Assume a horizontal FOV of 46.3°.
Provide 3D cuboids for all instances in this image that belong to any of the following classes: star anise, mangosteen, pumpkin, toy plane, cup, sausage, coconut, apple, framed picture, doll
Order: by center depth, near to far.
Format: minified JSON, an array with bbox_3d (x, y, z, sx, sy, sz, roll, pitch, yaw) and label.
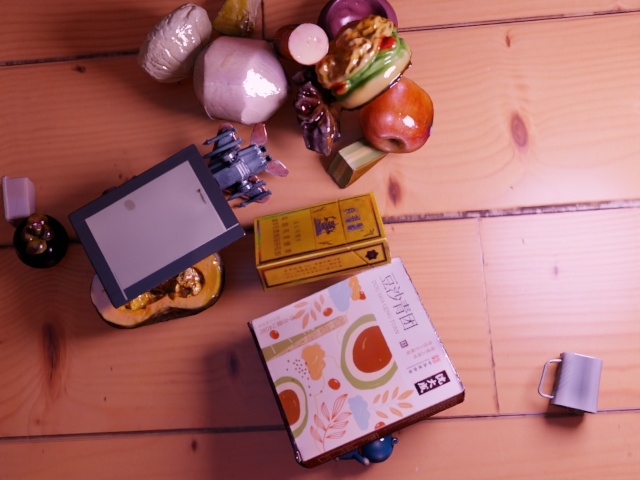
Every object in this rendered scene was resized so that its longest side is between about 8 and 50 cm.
[{"bbox_3d":[0.561,0.321,1.688,0.128,0.095,0.129,12,78,9],"label":"cup"},{"bbox_3d":[0.102,0.464,1.704,0.152,0.085,0.114,-10,38,5],"label":"doll"},{"bbox_3d":[-0.382,-0.036,1.736,0.347,0.016,0.265,-31,76,-3],"label":"framed picture"},{"bbox_3d":[-0.386,0.083,1.789,0.317,0.139,0.221,-14,81,3],"label":"pumpkin"},{"bbox_3d":[-0.059,-0.472,1.790,0.093,0.312,0.092,-4,107,-12],"label":"sausage"},{"bbox_3d":[0.182,-0.305,1.799,0.199,0.199,0.199,-1,80,5],"label":"apple"},{"bbox_3d":[-0.013,-0.325,1.818,0.099,0.214,0.220,-9,37,21],"label":"star anise"},{"bbox_3d":[-0.682,-0.003,1.823,0.137,0.151,0.137,4,69,-9],"label":"mangosteen"},{"bbox_3d":[-0.251,-0.150,1.826,0.326,0.104,0.223,-29,110,-3],"label":"toy plane"},{"bbox_3d":[-0.183,-0.385,1.827,0.234,0.224,0.224,3,80,7],"label":"coconut"}]

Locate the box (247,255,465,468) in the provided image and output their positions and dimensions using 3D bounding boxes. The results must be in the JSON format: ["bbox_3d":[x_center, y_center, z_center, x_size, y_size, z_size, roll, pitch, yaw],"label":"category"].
[{"bbox_3d":[0.075,0.271,1.682,0.385,0.122,0.344,-24,64,0],"label":"box"}]

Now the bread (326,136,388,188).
[{"bbox_3d":[0.096,-0.201,1.863,0.139,0.084,0.074,-33,76,-33],"label":"bread"}]

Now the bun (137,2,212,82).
[{"bbox_3d":[-0.347,-0.485,1.860,0.134,0.220,0.220,41,85,-7],"label":"bun"}]

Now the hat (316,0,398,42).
[{"bbox_3d":[0.092,-0.530,1.886,0.206,0.089,0.205,0,81,-1],"label":"hat"}]

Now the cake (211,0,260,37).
[{"bbox_3d":[-0.215,-0.610,1.946,0.116,0.080,0.184,2,90,18],"label":"cake"}]

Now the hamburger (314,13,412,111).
[{"bbox_3d":[0.092,-0.425,1.728,0.237,0.237,0.149,-45,113,-4],"label":"hamburger"}]

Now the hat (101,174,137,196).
[{"bbox_3d":[-0.431,-0.110,1.857,0.227,0.129,0.140,-39,110,-19],"label":"hat"}]

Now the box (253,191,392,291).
[{"bbox_3d":[0.000,0.000,1.749,0.302,0.084,0.192,-13,39,3],"label":"box"}]

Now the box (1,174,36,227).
[{"bbox_3d":[-0.755,-0.100,1.883,0.062,0.089,0.122,-8,79,-8],"label":"box"}]
